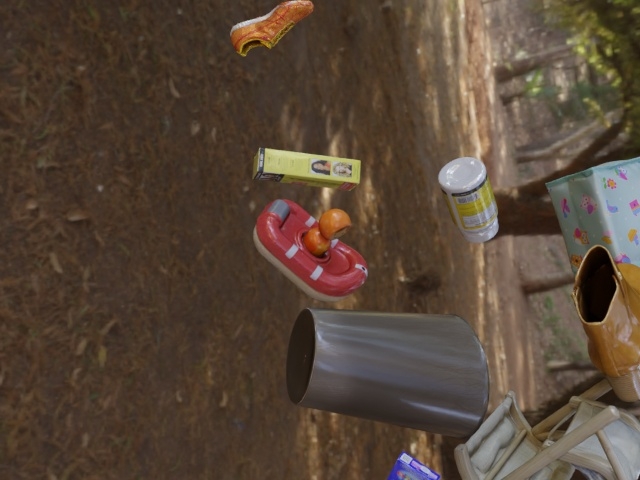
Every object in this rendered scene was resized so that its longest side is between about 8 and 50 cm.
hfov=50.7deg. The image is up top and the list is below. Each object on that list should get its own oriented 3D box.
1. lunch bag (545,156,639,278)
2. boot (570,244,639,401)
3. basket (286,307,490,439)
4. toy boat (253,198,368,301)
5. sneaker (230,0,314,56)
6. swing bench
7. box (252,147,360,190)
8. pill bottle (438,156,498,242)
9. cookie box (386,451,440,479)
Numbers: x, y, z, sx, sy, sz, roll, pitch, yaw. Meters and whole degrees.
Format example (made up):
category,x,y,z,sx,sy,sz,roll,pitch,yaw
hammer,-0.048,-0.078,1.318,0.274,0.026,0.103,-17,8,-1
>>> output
category,x,y,z,sx,sy,sz,roll,pitch,yaw
lunch bag,0.630,-0.055,1.400,0.262,0.160,0.223,-12,85,-27
boot,0.457,0.078,1.046,0.211,0.104,0.295,58,37,-30
basket,0.079,0.167,0.911,0.204,0.227,0.154,-116,-141,-64
toy boat,0.000,0.000,1.257,0.231,0.151,0.151,41,34,-9
sneaker,-0.088,-0.409,1.310,0.067,0.175,0.064,68,15,6
swing bench,0.376,0.312,1.013,0.253,0.255,0.165,-17,81,-55
box,-0.032,-0.159,1.527,0.087,0.232,0.058,151,-57,-73
pill bottle,0.379,-0.098,1.708,0.119,0.119,0.208,-82,153,-43
cookie box,0.179,0.501,1.372,0.040,0.092,0.107,-15,132,-64
